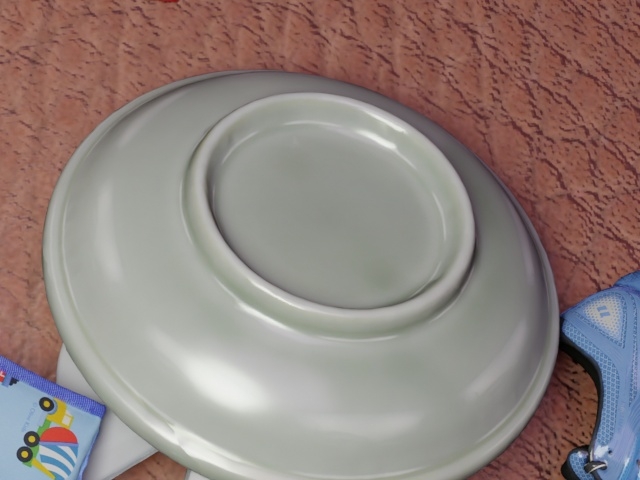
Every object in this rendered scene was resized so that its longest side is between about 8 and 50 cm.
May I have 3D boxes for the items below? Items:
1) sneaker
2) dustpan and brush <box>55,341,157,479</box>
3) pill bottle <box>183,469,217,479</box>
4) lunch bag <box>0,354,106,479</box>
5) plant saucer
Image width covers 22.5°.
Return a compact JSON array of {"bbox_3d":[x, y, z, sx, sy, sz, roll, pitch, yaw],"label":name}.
[{"bbox_3d":[0.265,0.190,1.242,0.147,0.130,0.330,-18,72,0],"label":"sneaker"},{"bbox_3d":[-0.154,0.067,1.223,0.147,0.060,0.211,-32,73,13],"label":"dustpan and brush"},{"bbox_3d":[0.012,0.231,1.162,0.245,0.136,0.136,17,70,-3],"label":"pill bottle"},{"bbox_3d":[-0.303,0.177,1.122,0.293,0.138,0.221,22,62,-5],"label":"lunch bag"},{"bbox_3d":[0.000,0.000,1.188,0.400,0.100,0.401,9,51,-11],"label":"plant saucer"}]
